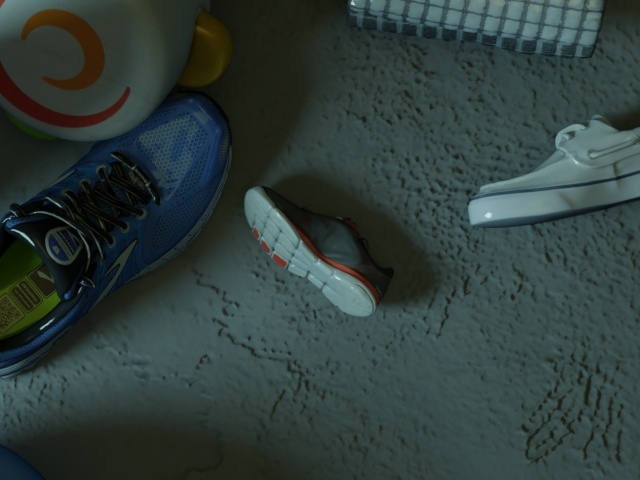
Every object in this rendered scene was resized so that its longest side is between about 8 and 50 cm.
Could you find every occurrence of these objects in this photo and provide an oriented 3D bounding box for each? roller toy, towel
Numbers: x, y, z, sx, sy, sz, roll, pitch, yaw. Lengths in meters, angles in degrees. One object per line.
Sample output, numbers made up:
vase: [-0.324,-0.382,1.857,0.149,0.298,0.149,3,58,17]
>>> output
roller toy: [-0.196,-0.196,1.632,0.209,0.146,0.191,-10,118,25]
towel: [0.153,-0.314,1.703,0.235,0.121,0.283,9,83,4]

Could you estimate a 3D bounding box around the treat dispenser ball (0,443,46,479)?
treat dispenser ball: [-0.334,0.294,1.564,0.288,0.288,0.288,0,89,-4]

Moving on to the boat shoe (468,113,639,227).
boat shoe: [0.250,-0.071,1.725,0.258,0.095,0.084,-13,85,-15]

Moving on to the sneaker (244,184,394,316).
sneaker: [0.000,0.000,1.723,0.158,0.061,0.065,43,59,-3]

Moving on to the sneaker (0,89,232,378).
sneaker: [-0.201,-0.001,1.653,0.130,0.147,0.330,44,85,-2]
